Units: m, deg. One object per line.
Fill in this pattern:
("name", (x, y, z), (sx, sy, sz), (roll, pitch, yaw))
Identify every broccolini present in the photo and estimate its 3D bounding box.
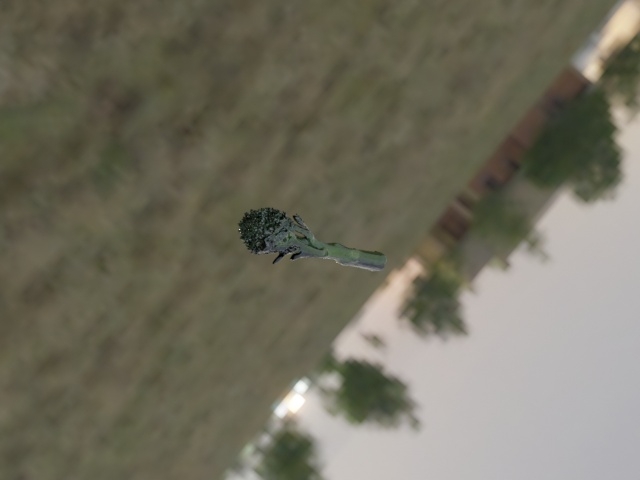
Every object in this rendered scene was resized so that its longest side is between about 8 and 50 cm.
("broccolini", (0.000, 0.000, 1.279), (0.140, 0.030, 0.035), (11, 115, -51))
